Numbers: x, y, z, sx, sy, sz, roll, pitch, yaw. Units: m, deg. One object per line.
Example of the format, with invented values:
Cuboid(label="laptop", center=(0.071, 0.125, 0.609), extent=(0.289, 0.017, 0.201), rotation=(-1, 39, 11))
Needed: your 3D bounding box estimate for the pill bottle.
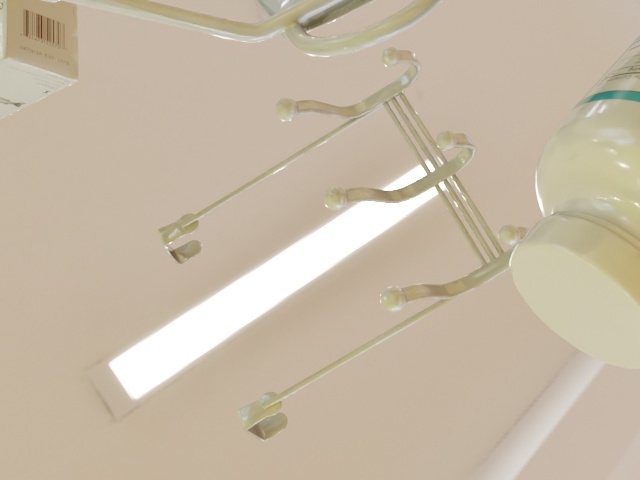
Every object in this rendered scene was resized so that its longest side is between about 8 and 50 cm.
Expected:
Cuboid(label="pill bottle", center=(0.220, -0.054, 0.590), extent=(0.146, 0.146, 0.264), rotation=(47, -109, -10))

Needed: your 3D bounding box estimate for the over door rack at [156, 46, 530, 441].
Cuboid(label="over door rack", center=(0.000, 0.000, 0.969), extent=(0.108, 0.324, 0.239), rotation=(28, -150, -57))

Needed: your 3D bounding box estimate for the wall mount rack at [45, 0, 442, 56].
Cuboid(label="wall mount rack", center=(-0.062, -0.222, 0.749), extent=(0.130, 0.304, 0.350), rotation=(65, 177, -30))

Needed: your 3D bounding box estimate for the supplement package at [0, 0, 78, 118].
Cuboid(label="supplement package", center=(-0.392, -0.227, 1.298), extent=(0.105, 0.179, 0.105), rotation=(12, -111, -48))
